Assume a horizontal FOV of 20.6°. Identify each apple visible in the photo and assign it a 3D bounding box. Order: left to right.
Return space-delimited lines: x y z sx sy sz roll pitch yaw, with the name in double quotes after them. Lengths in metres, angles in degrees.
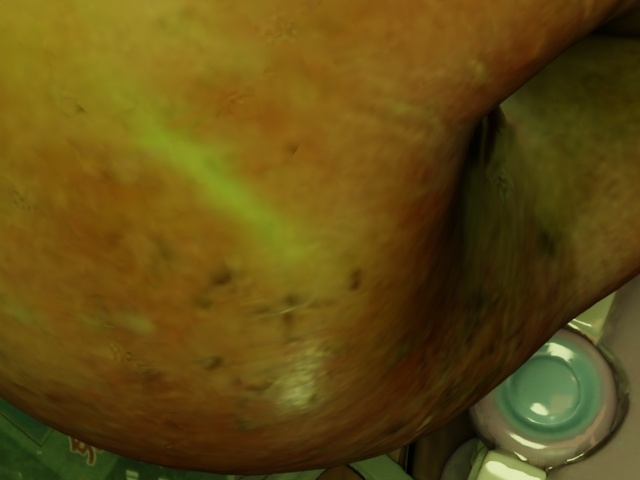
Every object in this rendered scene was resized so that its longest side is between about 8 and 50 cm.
-0.024 -0.115 0.506 0.338 0.338 0.305 -27 59 -37 "apple"

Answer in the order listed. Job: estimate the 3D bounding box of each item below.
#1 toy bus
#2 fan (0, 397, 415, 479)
0.134 0.051 0.657 0.142 0.142 0.202 21 65 9 "toy bus"
-0.030 0.016 0.682 0.294 0.012 0.223 16 64 -29 "fan"
